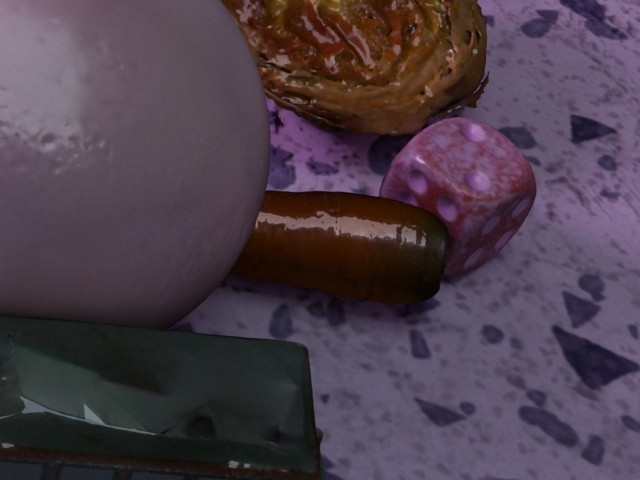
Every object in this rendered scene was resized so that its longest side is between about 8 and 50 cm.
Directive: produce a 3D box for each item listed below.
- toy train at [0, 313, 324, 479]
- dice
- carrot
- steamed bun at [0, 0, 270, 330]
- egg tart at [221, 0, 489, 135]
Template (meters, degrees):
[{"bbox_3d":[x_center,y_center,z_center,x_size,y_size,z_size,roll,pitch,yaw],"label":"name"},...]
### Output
[{"bbox_3d":[-0.150,0.135,1.193,0.326,0.159,0.129,7,44,-14],"label":"toy train"},{"bbox_3d":[0.108,-0.036,1.502,0.094,0.093,0.091,42,47,21],"label":"dice"},{"bbox_3d":[0.000,0.000,1.436,0.193,0.087,0.087,9,45,-5],"label":"carrot"},{"bbox_3d":[-0.183,-0.079,1.277,0.324,0.206,0.324,12,61,-22],"label":"steamed bun"},{"bbox_3d":[0.008,-0.197,1.606,0.297,0.132,0.297,12,58,-21],"label":"egg tart"}]
